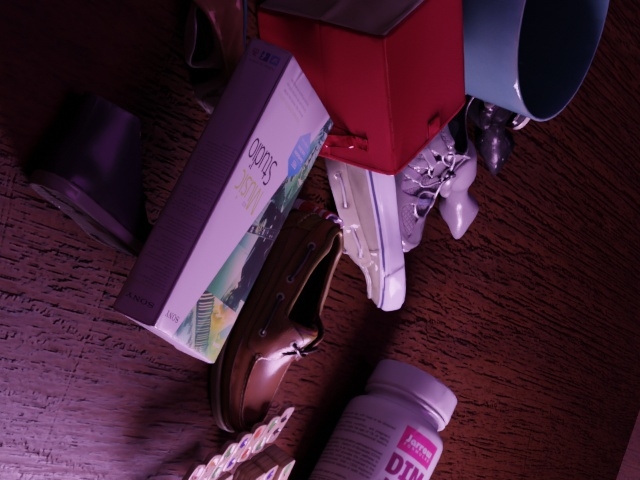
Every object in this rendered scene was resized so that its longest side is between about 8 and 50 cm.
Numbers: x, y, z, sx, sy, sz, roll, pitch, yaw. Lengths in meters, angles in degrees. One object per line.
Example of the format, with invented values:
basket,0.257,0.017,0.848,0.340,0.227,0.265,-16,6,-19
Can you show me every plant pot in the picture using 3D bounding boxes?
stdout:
plant pot,0.224,-0.327,2.020,0.293,0.235,0.293,-37,135,-47

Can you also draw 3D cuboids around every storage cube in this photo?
storage cube,0.054,-0.223,1.834,0.215,0.183,0.193,-45,141,-40

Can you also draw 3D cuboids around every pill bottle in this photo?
pill bottle,0.082,0.329,2.229,0.283,0.160,0.160,-61,150,-20

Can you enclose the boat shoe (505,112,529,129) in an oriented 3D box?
boat shoe,0.316,-0.291,2.388,0.079,0.084,0.233,1,110,-37

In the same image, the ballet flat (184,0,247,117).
ballet flat,-0.116,-0.193,1.690,0.073,0.080,0.232,-20,126,-22

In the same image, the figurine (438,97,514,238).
figurine,0.235,-0.129,2.320,0.215,0.092,0.209,-59,153,-21

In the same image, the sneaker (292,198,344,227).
sneaker,0.000,0.000,1.989,0.042,0.067,0.118,-52,146,-32

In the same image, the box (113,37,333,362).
box,-0.097,-0.034,1.651,0.322,0.058,0.232,-62,163,-7

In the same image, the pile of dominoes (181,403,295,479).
pile of dominoes,-0.121,0.329,1.936,0.251,0.040,0.196,-26,146,-53

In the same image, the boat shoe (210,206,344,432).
boat shoe,-0.054,0.110,1.917,0.110,0.104,0.307,-7,113,-62

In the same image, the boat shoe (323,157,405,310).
boat shoe,0.060,-0.026,2.063,0.109,0.094,0.302,-97,178,-52

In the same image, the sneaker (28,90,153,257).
sneaker,-0.203,-0.058,1.578,0.118,0.083,0.222,-63,149,-13

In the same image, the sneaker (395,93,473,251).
sneaker,0.153,-0.114,2.142,0.105,0.115,0.281,-13,117,-58
